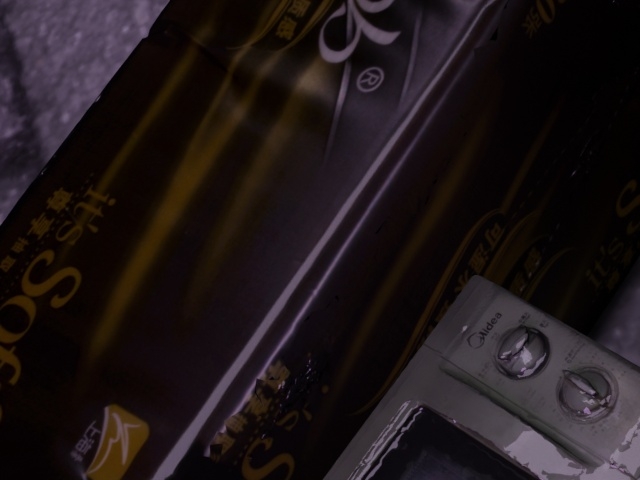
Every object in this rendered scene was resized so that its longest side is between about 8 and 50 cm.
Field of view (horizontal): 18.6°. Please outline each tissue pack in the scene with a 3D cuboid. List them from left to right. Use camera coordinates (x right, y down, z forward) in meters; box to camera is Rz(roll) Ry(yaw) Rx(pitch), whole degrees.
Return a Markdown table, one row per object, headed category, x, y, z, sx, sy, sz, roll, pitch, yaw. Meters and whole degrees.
| category | x | y | z | sx | sy | sz | roll | pitch | yaw |
| --- | --- | --- | --- | --- | --- | --- | --- | --- | --- |
| tissue pack | 0.000 | 0.000 | 0.892 | 0.198 | 0.210 | 0.370 | 25 | 76 | 43 |

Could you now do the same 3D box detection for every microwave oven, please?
| category | x | y | z | sx | sy | sz | roll | pitch | yaw |
| --- | --- | --- | --- | --- | --- | --- | --- | --- | --- |
| microwave oven | 0.073 | 0.148 | 0.791 | 0.129 | 0.163 | 0.205 | 31 | 81 | 37 |
